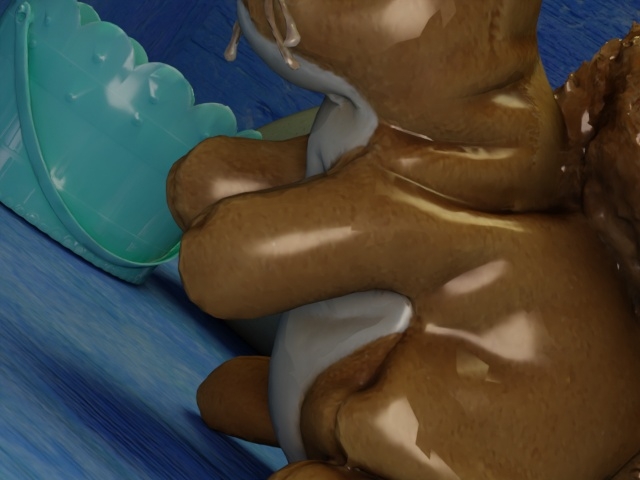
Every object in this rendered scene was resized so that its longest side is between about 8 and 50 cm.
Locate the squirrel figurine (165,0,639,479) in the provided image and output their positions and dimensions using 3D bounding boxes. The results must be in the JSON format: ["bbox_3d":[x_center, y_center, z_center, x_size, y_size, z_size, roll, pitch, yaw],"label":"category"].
[{"bbox_3d":[0.109,-0.035,0.820,0.397,0.370,0.281,1,9,-3],"label":"squirrel figurine"}]

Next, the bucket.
[{"bbox_3d":[-0.207,-0.100,1.328,0.281,0.183,0.281,36,2,-2],"label":"bucket"}]

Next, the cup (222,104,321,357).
[{"bbox_3d":[0.000,0.000,1.474,0.237,0.331,0.331,9,-11,26],"label":"cup"}]
